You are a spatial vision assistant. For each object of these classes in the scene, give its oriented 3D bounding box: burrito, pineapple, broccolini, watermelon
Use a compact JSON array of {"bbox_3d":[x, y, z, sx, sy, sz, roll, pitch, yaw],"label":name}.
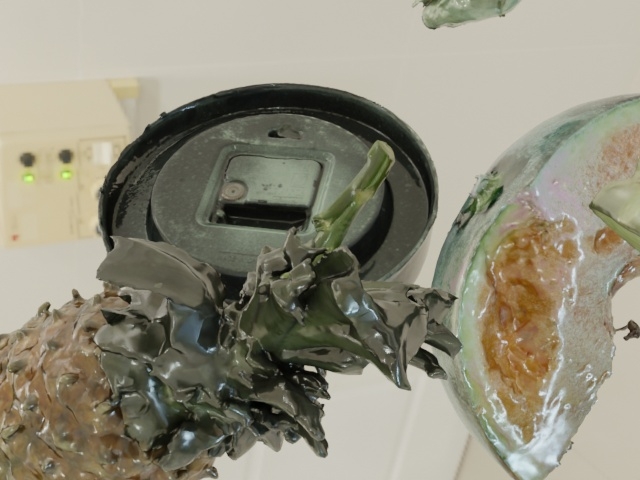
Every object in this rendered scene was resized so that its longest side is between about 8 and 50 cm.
[{"bbox_3d":[0.128,-0.192,0.753,0.118,0.074,0.044,9,116,69],"label":"burrito"},{"bbox_3d":[-0.074,0.071,0.526,0.310,0.170,0.141,-23,37,37],"label":"pineapple"},{"bbox_3d":[0.002,0.001,0.831,0.067,0.058,0.216,44,116,19],"label":"broccolini"},{"bbox_3d":[0.160,0.007,0.796,0.322,0.175,0.188,-57,26,-8],"label":"watermelon"}]

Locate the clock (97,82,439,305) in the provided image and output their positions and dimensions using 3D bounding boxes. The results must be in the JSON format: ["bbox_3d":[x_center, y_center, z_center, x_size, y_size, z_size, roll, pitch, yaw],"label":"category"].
[{"bbox_3d":[-0.057,-0.036,1.116,0.076,0.386,0.386,87,160,-47],"label":"clock"}]

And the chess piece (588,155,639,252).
[{"bbox_3d":[0.270,-0.070,0.483,0.251,0.144,0.144,-51,39,8],"label":"chess piece"}]
